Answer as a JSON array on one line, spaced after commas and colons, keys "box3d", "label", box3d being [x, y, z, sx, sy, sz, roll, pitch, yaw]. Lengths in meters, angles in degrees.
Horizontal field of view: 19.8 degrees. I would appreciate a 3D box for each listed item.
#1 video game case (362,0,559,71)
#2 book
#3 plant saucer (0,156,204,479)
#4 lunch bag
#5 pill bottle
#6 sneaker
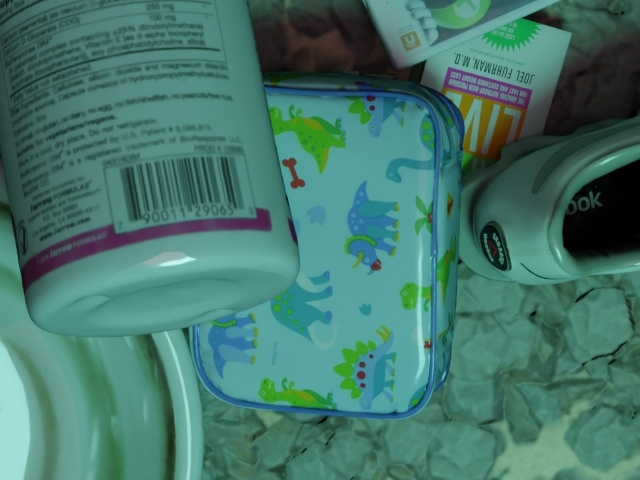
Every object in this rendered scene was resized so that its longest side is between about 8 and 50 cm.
[{"box3d": [0.100, -0.226, 1.194, 0.190, 0.022, 0.173, -24, 94, -6], "label": "video game case"}, {"box3d": [0.103, -0.083, 1.238, 0.096, 0.035, 0.144, 13, 96, -15], "label": "book"}, {"box3d": [-0.276, 0.132, 1.158, 0.400, 0.100, 0.401, -2, 98, -17], "label": "plant saucer"}, {"box3d": [0.000, 0.000, 1.184, 0.176, 0.090, 0.219, 3, 101, 13], "label": "lunch bag"}, {"box3d": [-0.114, -0.097, 1.080, 0.160, 0.160, 0.283, -9, 76, -9], "label": "pill bottle"}, {"box3d": [0.259, -0.049, 1.205, 0.330, 0.146, 0.122, -27, 105, -14], "label": "sneaker"}]
